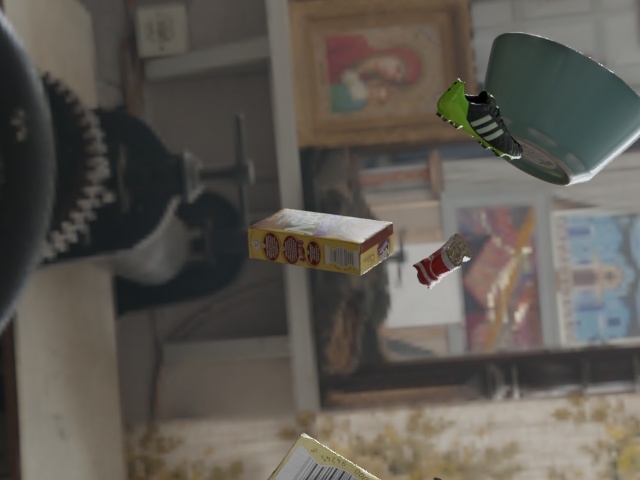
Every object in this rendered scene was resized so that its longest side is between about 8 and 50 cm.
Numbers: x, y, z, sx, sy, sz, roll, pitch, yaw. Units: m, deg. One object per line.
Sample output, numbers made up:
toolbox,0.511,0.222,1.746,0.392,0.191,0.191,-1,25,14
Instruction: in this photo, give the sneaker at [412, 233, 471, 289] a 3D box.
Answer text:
sneaker,0.166,0.029,1.875,0.042,0.067,0.118,55,21,1

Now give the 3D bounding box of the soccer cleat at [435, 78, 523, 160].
soccer cleat,0.256,-0.182,2.087,0.179,0.072,0.060,29,12,-31

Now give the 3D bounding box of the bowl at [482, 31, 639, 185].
bowl,0.398,-0.209,2.379,0.163,0.311,0.311,-58,167,-8

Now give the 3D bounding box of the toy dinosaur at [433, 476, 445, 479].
toy dinosaur,0.153,0.282,1.413,0.082,0.090,0.047,49,60,-81

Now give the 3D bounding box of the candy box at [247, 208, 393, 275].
candy box,0.000,0.000,1.986,0.109,0.186,0.053,-31,123,-56

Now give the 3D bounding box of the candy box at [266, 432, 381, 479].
candy box,0.073,0.317,1.106,0.087,0.316,0.183,-47,164,-53
